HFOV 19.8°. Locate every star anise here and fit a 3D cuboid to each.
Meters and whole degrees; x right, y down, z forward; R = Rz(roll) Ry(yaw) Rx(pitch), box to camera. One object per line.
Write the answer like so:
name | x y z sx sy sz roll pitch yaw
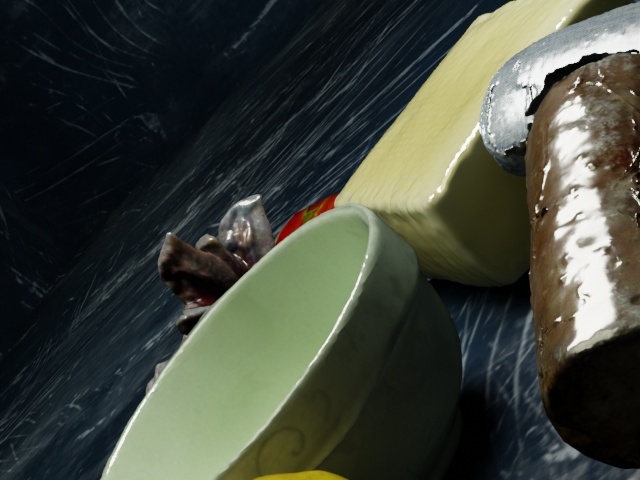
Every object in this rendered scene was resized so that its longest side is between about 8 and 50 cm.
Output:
star anise | -0.105 0.074 1.892 0.212 0.129 0.283 99 -175 -54

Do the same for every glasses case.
glasses case | 0.232 -0.117 1.255 0.282 0.067 0.109 -17 46 36

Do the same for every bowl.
bowl | -0.013 0.137 1.316 0.307 0.163 0.307 -47 13 14

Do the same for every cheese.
cheese | 0.147 -0.083 1.498 0.242 0.124 0.265 -56 14 -8

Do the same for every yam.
yam | 0.178 0.008 1.062 0.131 0.131 0.280 -43 23 30

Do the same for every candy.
candy | 0.000 0.001 1.930 0.086 0.059 0.292 -60 14 -22

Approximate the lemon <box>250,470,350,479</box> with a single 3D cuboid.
lemon | -0.034 0.231 1.107 0.207 0.170 0.170 -47 12 36
